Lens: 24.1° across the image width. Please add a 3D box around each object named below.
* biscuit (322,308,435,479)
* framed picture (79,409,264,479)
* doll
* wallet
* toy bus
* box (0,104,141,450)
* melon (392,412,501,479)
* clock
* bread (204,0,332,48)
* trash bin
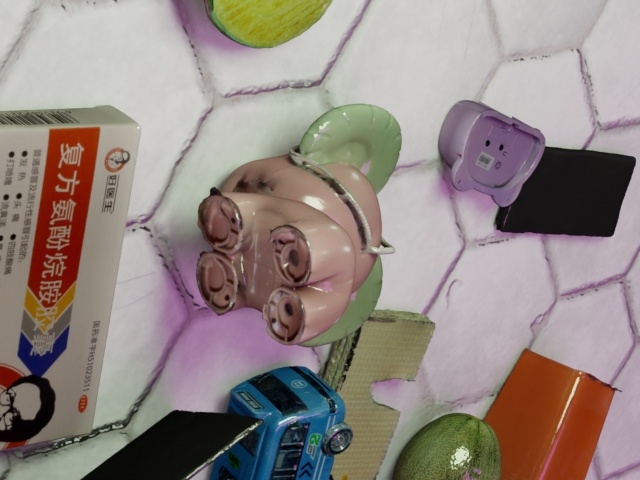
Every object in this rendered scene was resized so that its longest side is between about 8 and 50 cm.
[{"bbox_3d":[0.055,0.202,1.910,0.147,0.046,0.250,4,109,-45],"label":"biscuit"},{"bbox_3d":[-0.231,0.275,1.558,0.324,0.244,0.013,-36,102,-24],"label":"framed picture"},{"bbox_3d":[0.000,0.000,1.621,0.268,0.216,0.284,-16,121,-44],"label":"doll"},{"bbox_3d":[0.335,-0.066,2.030,0.244,0.025,0.124,2,112,-42],"label":"wallet"},{"bbox_3d":[-0.060,0.280,1.800,0.134,0.113,0.246,-1,116,-36],"label":"toy bus"},{"bbox_3d":[-0.304,0.045,1.475,0.214,0.069,0.353,-6,119,-41],"label":"box"},{"bbox_3d":[0.168,0.324,2.018,0.139,0.139,0.192,18,99,-47],"label":"melon"},{"bbox_3d":[0.206,-0.110,1.867,0.152,0.050,0.110,17,101,-46],"label":"clock"},{"bbox_3d":[-0.040,-0.300,1.502,0.228,0.033,0.228,-32,137,-35],"label":"bread"},{"bbox_3d":[0.318,0.289,2.116,0.161,0.184,0.239,29,87,-48],"label":"trash bin"}]
